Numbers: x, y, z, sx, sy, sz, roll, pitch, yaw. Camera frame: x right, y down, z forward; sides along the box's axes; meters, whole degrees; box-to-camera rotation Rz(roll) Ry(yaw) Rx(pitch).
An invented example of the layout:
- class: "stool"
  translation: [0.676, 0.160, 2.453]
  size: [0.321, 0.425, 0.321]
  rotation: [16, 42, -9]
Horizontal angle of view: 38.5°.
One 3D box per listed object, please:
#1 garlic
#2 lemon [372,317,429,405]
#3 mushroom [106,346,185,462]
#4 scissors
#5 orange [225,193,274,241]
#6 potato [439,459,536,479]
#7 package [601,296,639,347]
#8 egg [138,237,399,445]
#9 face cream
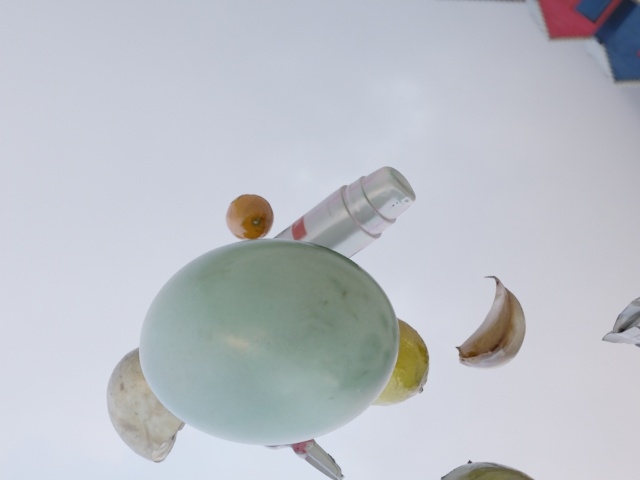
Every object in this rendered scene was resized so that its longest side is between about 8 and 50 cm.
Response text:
- class: "garlic"
  translation: [0.396, 0.198, 2.003]
  size: [0.115, 0.207, 0.128]
  rotation: [29, 174, -38]
- class: "lemon"
  translation: [0.128, 0.252, 1.937]
  size: [0.231, 0.192, 0.192]
  rotation: [38, -156, -3]
- class: "mushroom"
  translation: [-0.325, 0.298, 1.836]
  size: [0.189, 0.254, 0.195]
  rotation: [37, -157, 3]
- class: "scissors"
  translation: [-0.038, 0.447, 1.989]
  size: [0.242, 0.118, 0.030]
  rotation: [34, 162, 37]
- class: "orange"
  translation: [-0.116, -0.037, 1.526]
  size: [0.083, 0.083, 0.083]
  rotation: [29, -155, -15]
- class: "potato"
  translation: [0.215, 0.333, 1.048]
  size: [0.182, 0.117, 0.202]
  rotation: [49, -133, 10]
- class: "package"
  translation: [0.692, 0.145, 1.741]
  size: [0.204, 0.251, 0.062]
  rotation: [17, -138, -26]
- class: "egg"
  translation: [-0.076, 0.136, 1.234]
  size: [0.276, 0.389, 0.276]
  rotation: [16, -110, -51]
- class: "face cream"
  translation: [0.000, 0.000, 1.442]
  size: [0.102, 0.345, 0.102]
  rotation: [41, -153, -27]
